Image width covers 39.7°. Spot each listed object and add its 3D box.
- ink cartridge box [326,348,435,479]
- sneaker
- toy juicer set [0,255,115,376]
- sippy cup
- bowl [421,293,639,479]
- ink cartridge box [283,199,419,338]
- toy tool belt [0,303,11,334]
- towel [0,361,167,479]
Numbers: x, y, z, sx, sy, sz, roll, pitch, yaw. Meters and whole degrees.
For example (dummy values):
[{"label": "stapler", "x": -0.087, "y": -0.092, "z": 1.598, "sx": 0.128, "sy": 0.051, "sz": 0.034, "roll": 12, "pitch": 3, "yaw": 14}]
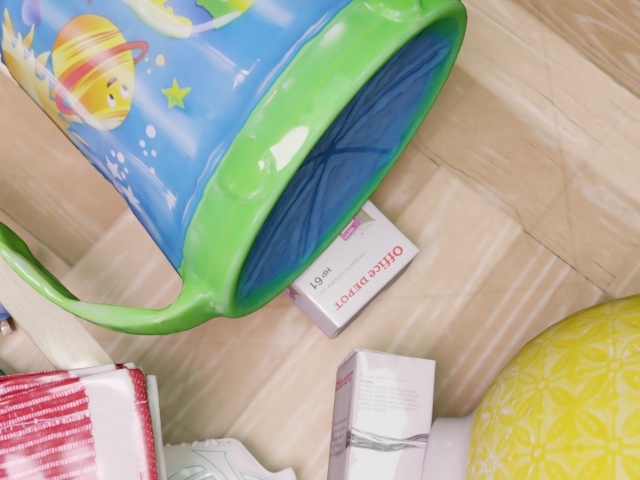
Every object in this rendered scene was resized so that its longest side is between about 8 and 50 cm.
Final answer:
[{"label": "ink cartridge box", "x": 0.038, "y": 0.149, "z": 0.601, "sx": 0.056, "sy": 0.099, "sz": 0.135, "roll": 7, "pitch": 73, "yaw": -5}, {"label": "sneaker", "x": -0.086, "y": 0.162, "z": 0.612, "sx": 0.152, "sy": 0.053, "sz": 0.061, "roll": 24, "pitch": 63, "yaw": -6}, {"label": "toy juicer set", "x": -0.313, "y": 0.056, "z": 0.588, "sx": 0.329, "sy": 0.089, "sz": 0.209, "roll": -22, "pitch": 78, "yaw": -1}, {"label": "sippy cup", "x": -0.067, "y": -0.108, "z": 0.548, "sx": 0.224, "sy": 0.240, "sz": 0.305, "roll": 37, "pitch": 45, "yaw": 10}, {"label": "bowl", "x": 0.145, "y": 0.170, "z": 0.538, "sx": 0.156, "sy": 0.289, "sz": 0.289, "roll": 1, "pitch": 72, "yaw": 17}, {"label": "ink cartridge box", "x": 0.000, "y": 0.000, "z": 0.666, "sx": 0.122, "sy": 0.052, "sz": 0.088, "roll": 45, "pitch": 73, "yaw": 6}, {"label": "toy tool belt", "x": -0.240, "y": 0.047, "z": 0.623, "sx": 0.083, "sy": 0.052, "sz": 0.051, "roll": -21, "pitch": 69, "yaw": -12}, {"label": "towel", "x": -0.244, "y": 0.205, "z": 0.490, "sx": 0.329, "sy": 0.037, "sz": 0.237, "roll": -9, "pitch": 79, "yaw": 1}]
